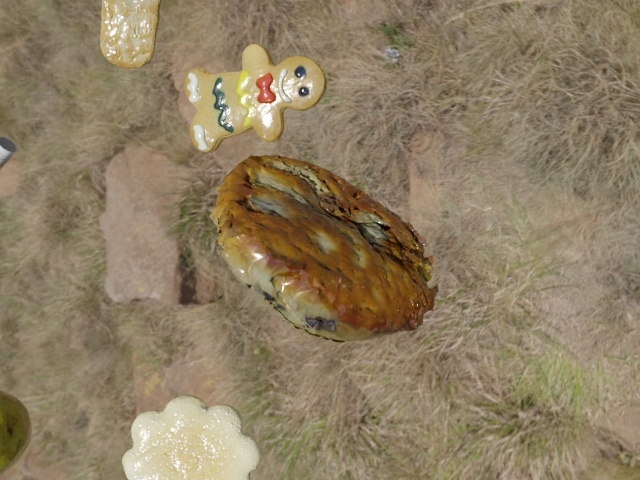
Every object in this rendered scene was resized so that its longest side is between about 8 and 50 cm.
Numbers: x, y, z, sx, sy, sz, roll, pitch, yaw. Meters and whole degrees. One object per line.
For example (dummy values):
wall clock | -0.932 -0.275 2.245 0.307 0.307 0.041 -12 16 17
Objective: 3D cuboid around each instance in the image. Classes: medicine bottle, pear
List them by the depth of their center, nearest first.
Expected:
pear | -0.697 0.399 1.109 0.200 0.200 0.199 9 106 31
medicine bottle | -0.889 -0.236 1.498 0.091 0.058 0.058 -38 80 19

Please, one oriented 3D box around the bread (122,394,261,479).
bread | -0.237 0.391 1.024 0.251 0.039 0.181 19 78 -3

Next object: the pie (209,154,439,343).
pie | 0.001 -0.001 0.620 0.308 0.308 0.085 39 117 19

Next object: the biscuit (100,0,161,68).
biscuit | -0.403 -0.493 1.156 0.119 0.029 0.246 9 103 -4

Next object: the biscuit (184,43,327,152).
biscuit | -0.108 -0.231 0.866 0.241 0.035 0.158 -13 92 15
